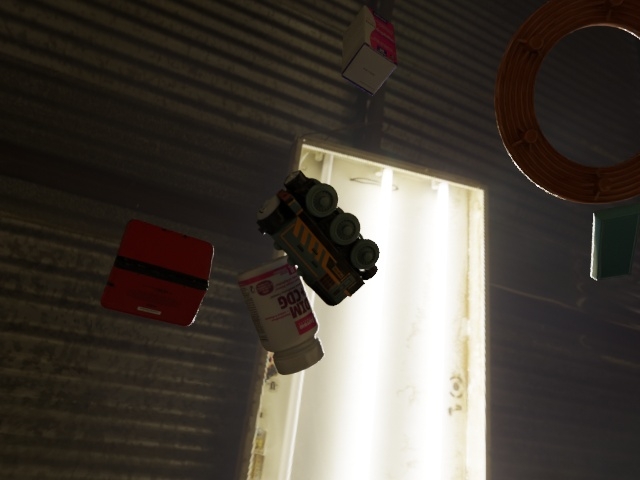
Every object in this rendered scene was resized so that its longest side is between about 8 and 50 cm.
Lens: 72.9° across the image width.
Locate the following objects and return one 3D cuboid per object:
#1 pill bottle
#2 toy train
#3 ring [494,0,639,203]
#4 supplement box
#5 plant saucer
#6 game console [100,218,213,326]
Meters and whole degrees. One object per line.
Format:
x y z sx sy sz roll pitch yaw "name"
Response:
-0.099 0.194 1.145 0.160 0.160 0.284 -23 -87 -32 "pill bottle"
0.000 0.000 1.025 0.190 0.142 0.334 -42 -66 -4 "toy train"
0.438 -0.224 0.668 0.335 0.032 0.338 0 -87 -3 "ring"
0.134 -0.534 1.212 0.111 0.114 0.220 22 -132 -23 "supplement box"
0.498 0.010 0.732 0.192 0.067 0.018 55 -150 -45 "plant saucer"
-0.258 0.054 0.700 0.143 0.085 0.124 20 -73 -24 "game console"
